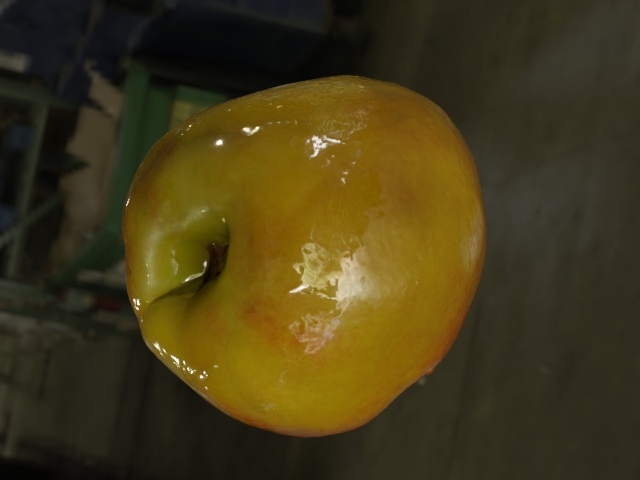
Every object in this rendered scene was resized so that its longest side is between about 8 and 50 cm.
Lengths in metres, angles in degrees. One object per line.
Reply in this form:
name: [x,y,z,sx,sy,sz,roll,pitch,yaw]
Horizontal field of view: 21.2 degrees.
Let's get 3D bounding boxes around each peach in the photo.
peach: [0.004,0.003,1.395,0.289,0.308,0.289,10,104,44]
